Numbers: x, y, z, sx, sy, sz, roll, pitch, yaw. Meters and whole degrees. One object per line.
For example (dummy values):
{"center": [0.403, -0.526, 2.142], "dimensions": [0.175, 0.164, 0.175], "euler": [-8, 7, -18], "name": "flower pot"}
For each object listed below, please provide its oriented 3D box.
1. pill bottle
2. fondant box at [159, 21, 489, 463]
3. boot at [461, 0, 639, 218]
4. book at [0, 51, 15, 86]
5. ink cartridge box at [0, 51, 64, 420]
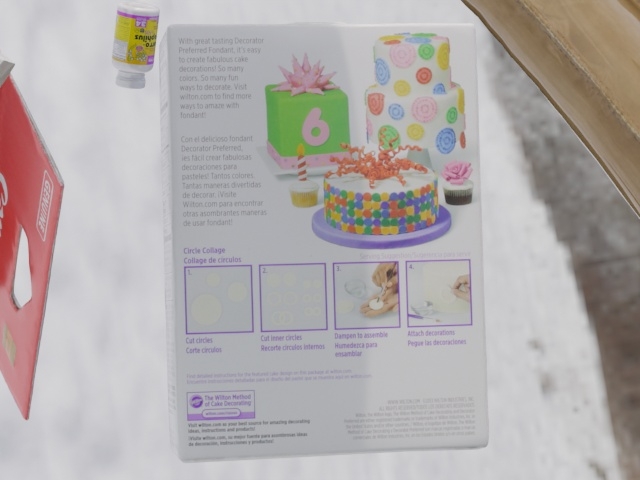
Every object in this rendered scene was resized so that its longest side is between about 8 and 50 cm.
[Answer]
{"center": [-0.187, -0.196, 1.837], "dimensions": [0.043, 0.043, 0.083], "euler": [-67, 165, -73], "name": "pill bottle"}
{"center": [0.000, 0.000, 1.412], "dimensions": [0.096, 0.238, 0.330], "euler": [173, -84, -81], "name": "fondant box"}
{"center": [0.135, -0.114, 0.936], "dimensions": [0.269, 0.089, 0.236], "euler": [47, 29, 2], "name": "boot"}
{"center": [-0.237, -0.095, 0.915], "dimensions": [0.144, 0.096, 0.035], "euler": [38, 5, 8], "name": "book"}
{"center": [-0.272, -0.043, 1.331], "dimensions": [0.261, 0.066, 0.296], "euler": [63, -28, 30], "name": "ink cartridge box"}
